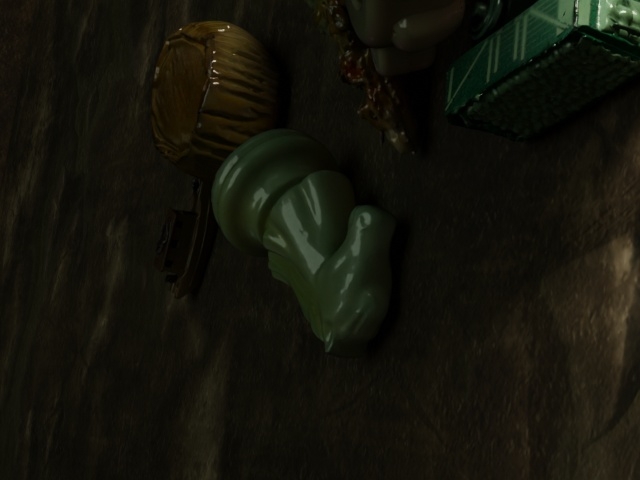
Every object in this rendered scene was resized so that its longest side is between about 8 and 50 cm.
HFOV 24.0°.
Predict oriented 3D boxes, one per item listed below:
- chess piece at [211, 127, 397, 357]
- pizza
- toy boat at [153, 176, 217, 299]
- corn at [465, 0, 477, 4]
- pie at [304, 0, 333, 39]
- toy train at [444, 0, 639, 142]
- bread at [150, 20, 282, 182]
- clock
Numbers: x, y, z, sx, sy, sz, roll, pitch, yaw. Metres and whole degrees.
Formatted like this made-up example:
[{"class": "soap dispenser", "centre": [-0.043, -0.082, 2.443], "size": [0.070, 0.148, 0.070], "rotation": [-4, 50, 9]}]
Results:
[{"class": "chess piece", "centre": [0.000, 0.000, 1.821], "size": [0.298, 0.175, 0.176], "rotation": [48, 123, 45]}, {"class": "pizza", "centre": [0.054, -0.210, 1.777], "size": [0.147, 0.069, 0.226], "rotation": [-66, -46, -72]}, {"class": "toy boat", "centre": [-0.206, -0.011, 2.314], "size": [0.057, 0.077, 0.201], "rotation": [37, 112, 64]}, {"class": "corn", "centre": [0.157, -0.403, 1.701], "size": [0.102, 0.102, 0.313], "rotation": [-47, 40, 48]}, {"class": "pie", "centre": [0.051, -0.397, 1.926], "size": [0.257, 0.105, 0.274], "rotation": [-54, 33, 24]}, {"class": "toy train", "centre": [0.217, -0.204, 1.465], "size": [0.269, 0.115, 0.154], "rotation": [-31, 46, 57]}, {"class": "bread", "centre": [-0.153, -0.205, 2.222], "size": [0.253, 0.142, 0.227], "rotation": [40, 114, 59]}, {"class": "clock", "centre": [0.075, -0.332, 1.562], "size": [0.309, 0.114, 0.284], "rotation": [90, 166, -71]}]
